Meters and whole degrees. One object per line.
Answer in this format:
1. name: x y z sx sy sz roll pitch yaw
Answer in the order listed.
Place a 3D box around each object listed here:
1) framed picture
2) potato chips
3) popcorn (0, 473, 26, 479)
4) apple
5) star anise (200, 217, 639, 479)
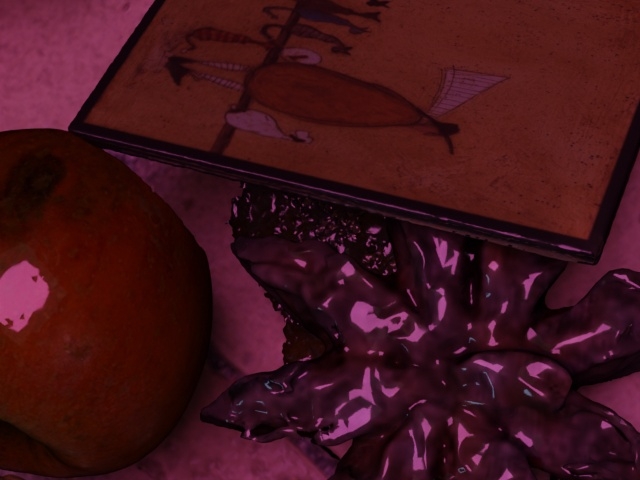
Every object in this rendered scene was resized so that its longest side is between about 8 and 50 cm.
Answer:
1. framed picture: 0.044 -0.114 1.087 0.339 0.014 0.255 14 49 16
2. potato chips: 0.000 0.000 1.138 0.142 0.026 0.209 9 80 18
3. popcorn: -0.195 0.272 1.048 0.255 0.195 0.256 2 79 4
4. apple: -0.176 0.033 1.068 0.237 0.237 0.207 7 68 15
5. star anise: 0.084 0.077 1.043 0.332 0.117 0.331 0 82 0
